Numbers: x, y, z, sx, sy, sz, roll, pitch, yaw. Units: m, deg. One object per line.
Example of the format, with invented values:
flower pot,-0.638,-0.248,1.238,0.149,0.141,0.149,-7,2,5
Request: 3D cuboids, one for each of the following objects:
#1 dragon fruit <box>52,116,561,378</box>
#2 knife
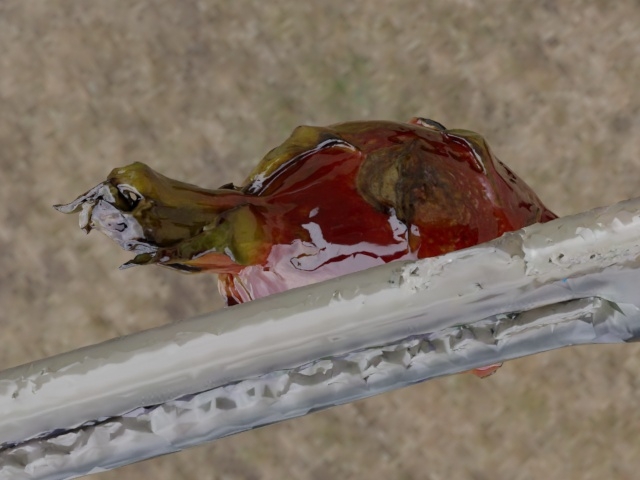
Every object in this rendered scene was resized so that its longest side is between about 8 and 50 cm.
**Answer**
dragon fruit,0.000,0.000,0.829,0.125,0.246,0.125,-24,68,47
knife,-0.064,0.046,0.482,0.089,0.365,0.043,78,179,-77
